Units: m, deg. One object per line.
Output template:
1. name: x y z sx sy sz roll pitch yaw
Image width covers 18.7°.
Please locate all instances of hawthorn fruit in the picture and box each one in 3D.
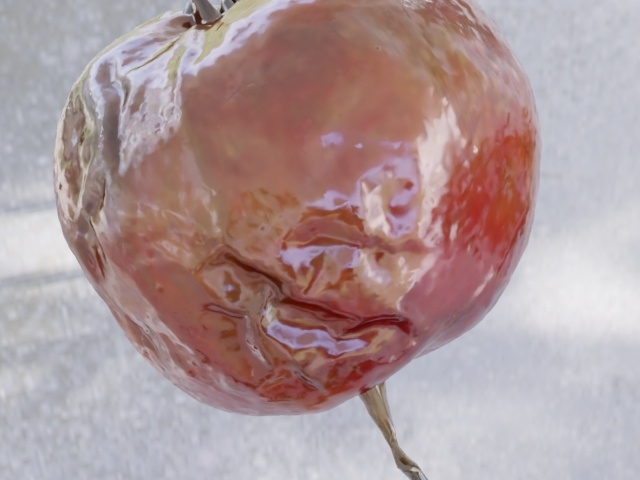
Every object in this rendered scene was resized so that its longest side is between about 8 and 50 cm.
1. hawthorn fruit: 0.000 0.000 0.947 0.242 0.271 0.242 -19 13 5
